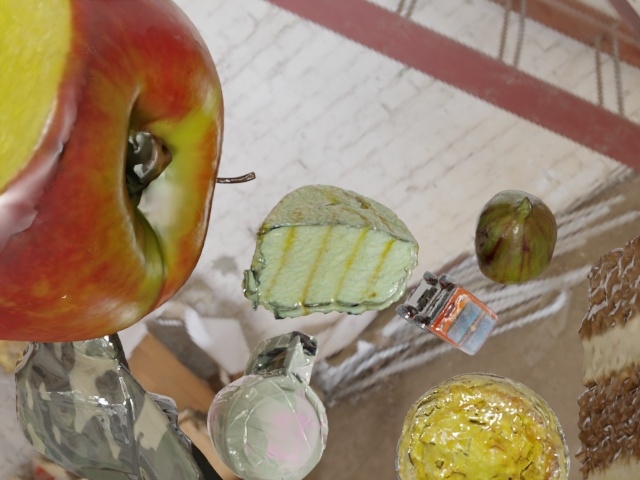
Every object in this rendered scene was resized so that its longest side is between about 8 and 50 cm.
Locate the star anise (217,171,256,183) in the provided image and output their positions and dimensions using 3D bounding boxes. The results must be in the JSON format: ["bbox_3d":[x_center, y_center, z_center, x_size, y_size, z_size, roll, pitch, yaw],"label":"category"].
[{"bbox_3d":[-0.254,-0.095,1.628,0.234,0.073,0.177,-18,21,-37],"label":"star anise"}]

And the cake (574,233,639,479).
[{"bbox_3d":[0.352,0.137,0.720,0.282,0.256,0.290,115,167,-69],"label":"cake"}]

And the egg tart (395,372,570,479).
[{"bbox_3d":[0.219,0.297,1.278,0.234,0.234,0.094,-46,-22,-2],"label":"egg tart"}]

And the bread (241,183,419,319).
[{"bbox_3d":[-0.005,-0.002,0.814,0.103,0.156,0.110,-64,34,31],"label":"bread"}]

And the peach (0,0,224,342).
[{"bbox_3d":[-0.203,-0.056,0.595,0.275,0.245,0.248,20,53,22],"label":"peach"}]

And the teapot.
[{"bbox_3d":[-0.096,0.249,1.418,0.163,0.221,0.178,-4,1,-28],"label":"teapot"}]

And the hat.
[{"bbox_3d":[-0.251,0.292,1.204,0.257,0.366,0.381,-18,61,1],"label":"hat"}]

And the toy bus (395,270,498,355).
[{"bbox_3d":[0.139,0.079,1.043,0.065,0.077,0.192,-56,6,-2],"label":"toy bus"}]

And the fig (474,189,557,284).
[{"bbox_3d":[0.232,-0.010,1.106,0.103,0.109,0.154,-16,-15,-4],"label":"fig"}]
